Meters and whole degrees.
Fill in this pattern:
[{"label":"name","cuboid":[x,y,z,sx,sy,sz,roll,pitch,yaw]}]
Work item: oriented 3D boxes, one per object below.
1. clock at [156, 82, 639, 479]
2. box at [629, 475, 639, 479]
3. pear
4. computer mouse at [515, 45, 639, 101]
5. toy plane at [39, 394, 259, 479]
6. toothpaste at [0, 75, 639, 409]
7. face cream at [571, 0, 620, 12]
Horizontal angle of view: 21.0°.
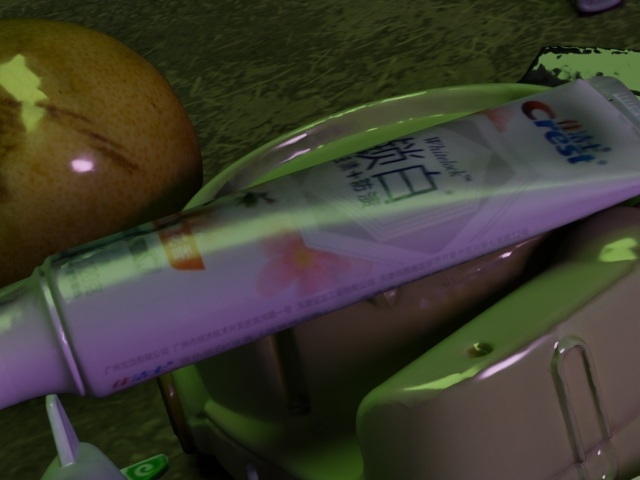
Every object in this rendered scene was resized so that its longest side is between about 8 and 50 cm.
[{"label":"clock","cuboid":[0.051,0.018,0.879,0.286,0.117,0.348,-33,29,-30]},{"label":"box","cuboid":[0.184,0.121,0.664,0.089,0.043,0.125,-22,25,-10]},{"label":"pear","cuboid":[-0.171,-0.038,1.057,0.209,0.209,0.209,-15,25,7]},{"label":"computer mouse","cuboid":[0.212,-0.066,0.970,0.217,0.073,0.122,7,-3,29]},{"label":"toy plane","cuboid":[-0.107,0.141,0.777,0.174,0.080,0.174,-14,27,7]},{"label":"toothpaste","cuboid":[0.000,0.000,0.749,0.323,0.066,0.100,-20,33,-8]},{"label":"face cream","cuboid":[0.208,-0.198,1.335,0.040,0.021,0.083,-15,24,4]}]
